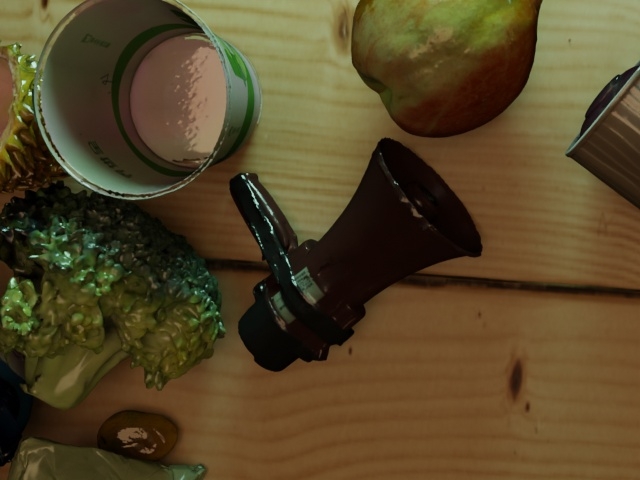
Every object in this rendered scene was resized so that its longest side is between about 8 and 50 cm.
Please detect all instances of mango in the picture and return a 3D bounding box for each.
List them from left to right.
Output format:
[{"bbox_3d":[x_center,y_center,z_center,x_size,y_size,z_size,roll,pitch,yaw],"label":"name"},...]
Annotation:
[{"bbox_3d":[-0.256,0.275,1.810,0.114,0.057,0.079,-8,88,2],"label":"mango"}]

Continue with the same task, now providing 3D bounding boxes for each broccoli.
[{"bbox_3d":[-0.299,0.084,1.710,0.347,0.293,0.281,30,95,-32],"label":"broccoli"}]

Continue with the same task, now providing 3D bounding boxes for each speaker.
[{"bbox_3d":[0.004,0.001,1.687,0.329,0.198,0.259,-35,100,19],"label":"speaker"}]

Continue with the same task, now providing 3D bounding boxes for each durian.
[{"bbox_3d":[-0.391,-0.164,1.720,0.195,0.305,0.186,24,106,-37],"label":"durian"}]

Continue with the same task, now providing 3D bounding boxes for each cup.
[{"bbox_3d":[-0.200,-0.180,1.661,0.253,0.274,0.253,1,93,12],"label":"cup"},{"bbox_3d":[0.479,-0.130,1.598,0.273,0.288,0.208,40,135,5],"label":"cup"}]

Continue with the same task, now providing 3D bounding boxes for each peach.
[{"bbox_3d":[0.168,-0.258,1.619,0.256,0.232,0.232,-39,86,1],"label":"peach"}]

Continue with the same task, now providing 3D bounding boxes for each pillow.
[{"bbox_3d":[-0.319,0.413,1.758,0.274,0.076,0.281,18,98,-30],"label":"pillow"}]

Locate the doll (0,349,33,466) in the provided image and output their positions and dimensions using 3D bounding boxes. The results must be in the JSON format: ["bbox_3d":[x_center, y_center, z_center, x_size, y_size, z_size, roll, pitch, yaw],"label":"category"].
[{"bbox_3d":[-0.516,0.180,1.744,0.284,0.310,0.240,19,56,40],"label":"doll"}]
